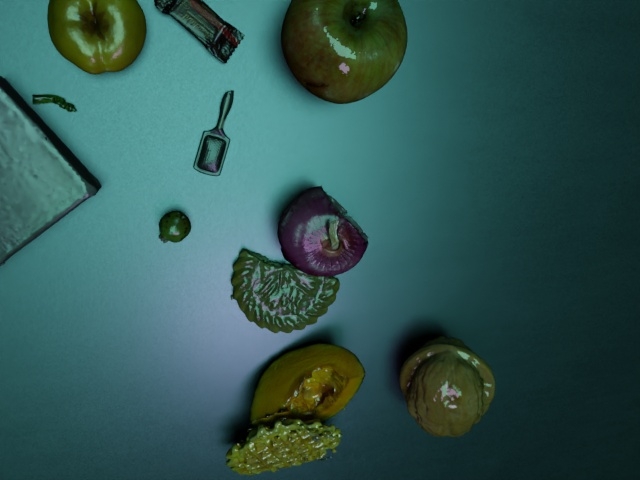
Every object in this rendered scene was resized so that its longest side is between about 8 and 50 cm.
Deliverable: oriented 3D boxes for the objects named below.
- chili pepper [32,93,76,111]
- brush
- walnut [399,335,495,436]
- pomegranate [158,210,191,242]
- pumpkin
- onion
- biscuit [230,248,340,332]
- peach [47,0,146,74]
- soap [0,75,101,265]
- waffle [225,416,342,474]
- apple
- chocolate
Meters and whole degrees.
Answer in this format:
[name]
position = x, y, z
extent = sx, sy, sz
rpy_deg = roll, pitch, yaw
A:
[chili pepper]
position = -0.534, -0.278, 1.007
extent = 0.083, 0.022, 0.027
rpy_deg = 11, 67, -17
[brush]
position = -0.226, -0.238, 1.105
extent = 0.063, 0.016, 0.193
rpy_deg = 15, 99, -20
[walnut]
position = 0.328, 0.374, 1.301
extent = 0.257, 0.224, 0.257
rpy_deg = 5, 118, 10
[pomegranate]
position = -0.325, -0.030, 1.109
extent = 0.073, 0.084, 0.073
rpy_deg = 5, 82, -38
[pumpkin]
position = -0.025, 0.368, 1.270
extent = 0.312, 0.148, 0.169
rpy_deg = -23, 142, 7
[onion]
position = -0.004, -0.008, 1.151
extent = 0.207, 0.200, 0.200
rpy_deg = 28, 95, -52
[biscuit]
position = -0.093, 0.140, 1.226
extent = 0.273, 0.036, 0.187
rpy_deg = 15, 99, -19
[peach]
position = -0.426, -0.408, 0.962
extent = 0.179, 0.103, 0.179
rpy_deg = -2, 100, -13
[soap]
position = -0.638, -0.118, 0.971
extent = 0.296, 0.107, 0.285
rpy_deg = -37, 110, -4
[waffle]
position = -0.092, 0.519, 1.259
extent = 0.280, 0.060, 0.262
rpy_deg = 17, 130, -33
[apple]
position = 0.042, -0.413, 1.031
extent = 0.264, 0.264, 0.264
rpy_deg = -4, 104, -15
[chocolate]
position = -0.250, -0.456, 1.040
extent = 0.182, 0.028, 0.086
rpy_deg = 34, 85, -22
